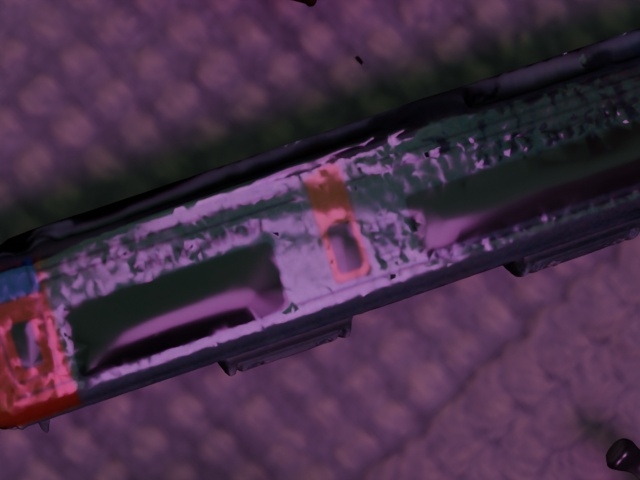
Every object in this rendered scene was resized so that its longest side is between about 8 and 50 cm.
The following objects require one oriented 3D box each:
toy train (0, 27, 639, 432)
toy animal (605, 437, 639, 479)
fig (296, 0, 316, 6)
[{"bbox_3d":[0.000,0.000,0.769,0.409,0.086,0.089,-19,94,-8],"label":"toy train"},{"bbox_3d":[0.141,0.215,0.795,0.176,0.073,0.217,32,80,-12],"label":"toy animal"},{"bbox_3d":[-0.007,-0.182,0.730,0.205,0.205,0.205,0,89,-8],"label":"fig"}]
